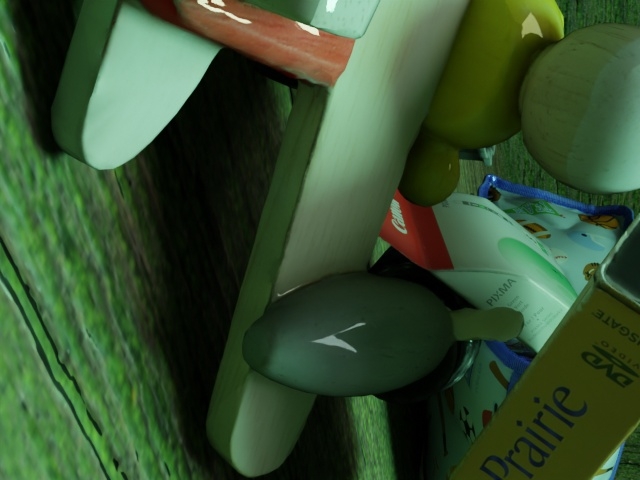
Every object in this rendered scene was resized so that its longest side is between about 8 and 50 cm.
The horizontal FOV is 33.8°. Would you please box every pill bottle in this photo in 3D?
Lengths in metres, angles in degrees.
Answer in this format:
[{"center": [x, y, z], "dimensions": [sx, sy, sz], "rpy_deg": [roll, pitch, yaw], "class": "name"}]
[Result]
[{"center": [0.088, 0.067, 0.945], "dimensions": [0.219, 0.123, 0.123], "rpy_deg": [-37, 123, -73], "class": "pill bottle"}]

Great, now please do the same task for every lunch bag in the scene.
[{"center": [0.241, 0.162, 1.223], "dimensions": [0.385, 0.239, 0.328], "rpy_deg": [-63, 162, -58], "class": "lunch bag"}]

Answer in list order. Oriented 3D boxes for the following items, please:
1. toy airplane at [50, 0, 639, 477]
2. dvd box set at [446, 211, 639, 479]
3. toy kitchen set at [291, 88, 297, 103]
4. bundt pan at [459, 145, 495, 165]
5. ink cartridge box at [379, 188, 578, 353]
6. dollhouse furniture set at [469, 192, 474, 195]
[{"center": [0.054, -0.104, 0.524], "dimensions": [0.384, 0.272, 0.386], "rpy_deg": [-58, 165, -31], "class": "toy airplane"}, {"center": [0.146, 0.118, 0.683], "dimensions": [0.307, 0.062, 0.420], "rpy_deg": [-37, 158, -50], "class": "dvd box set"}, {"center": [0.012, -0.078, 0.784], "dimensions": [0.075, 0.068, 0.083], "rpy_deg": [-65, 148, -63], "class": "toy kitchen set"}, {"center": [0.108, -0.237, 1.099], "dimensions": [0.331, 0.124, 0.331], "rpy_deg": [-4, 90, -76], "class": "bundt pan"}, {"center": [0.122, -0.005, 0.901], "dimensions": [0.224, 0.056, 0.181], "rpy_deg": [38, 16, -16], "class": "ink cartridge box"}, {"center": [0.150, -0.014, 1.302], "dimensions": [0.114, 0.081, 0.091], "rpy_deg": [-74, 156, -54], "class": "dollhouse furniture set"}]
